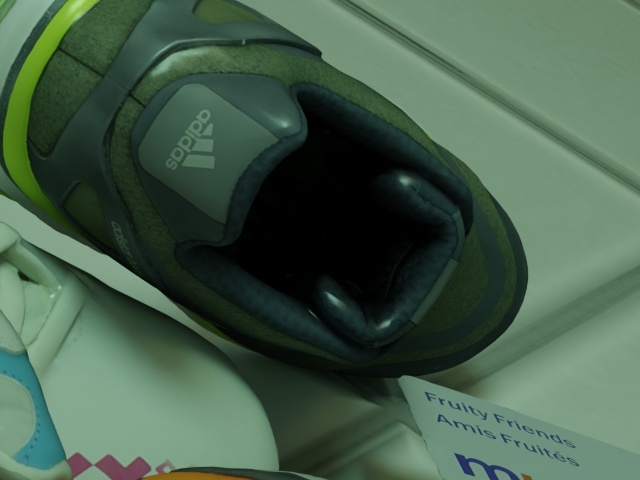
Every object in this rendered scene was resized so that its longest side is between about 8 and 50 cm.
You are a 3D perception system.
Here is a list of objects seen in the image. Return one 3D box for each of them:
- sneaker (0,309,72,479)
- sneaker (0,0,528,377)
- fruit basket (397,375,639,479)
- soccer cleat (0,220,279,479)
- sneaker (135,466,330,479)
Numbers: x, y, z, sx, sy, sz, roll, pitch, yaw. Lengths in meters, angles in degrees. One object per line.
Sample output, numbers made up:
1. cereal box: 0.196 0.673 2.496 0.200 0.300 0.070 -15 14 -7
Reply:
1. sneaker: -0.155 0.060 0.350 0.229 0.087 0.092 -27 61 -28
2. sneaker: 0.000 0.000 0.612 0.121 0.111 0.300 35 5 33
3. fruit basket: 0.207 0.144 0.529 0.327 0.165 0.353 19 21 -16
4. soccer cleat: -0.139 0.008 0.476 0.331 0.143 0.116 12 26 -30
5. sneaker: -0.046 0.120 0.325 0.180 0.124 0.321 17 15 -24
